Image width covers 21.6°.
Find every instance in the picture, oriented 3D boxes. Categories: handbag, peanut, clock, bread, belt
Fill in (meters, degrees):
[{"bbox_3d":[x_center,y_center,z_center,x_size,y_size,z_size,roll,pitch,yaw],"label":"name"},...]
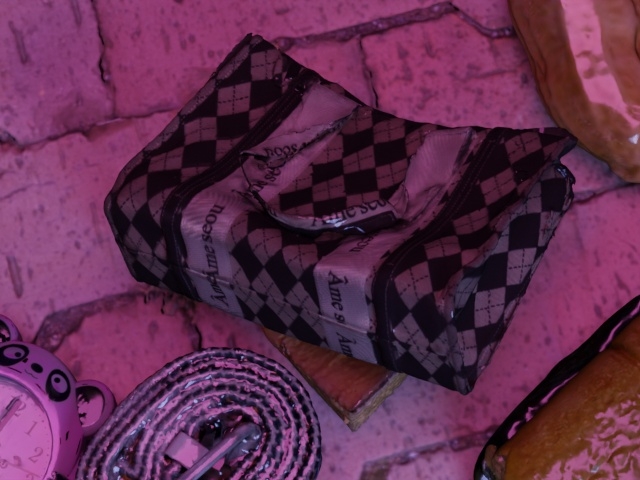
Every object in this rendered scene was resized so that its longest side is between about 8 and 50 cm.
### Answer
[{"bbox_3d":[0.036,-0.041,1.740,0.416,0.180,0.317,19,52,28],"label":"handbag"},{"bbox_3d":[0.308,-0.204,1.883,0.147,0.147,0.305,-17,78,-5],"label":"peanut"},{"bbox_3d":[-0.352,0.218,1.777,0.227,0.090,0.248,33,74,9],"label":"clock"},{"bbox_3d":[0.334,0.217,1.730,0.376,0.208,0.251,-40,82,-15],"label":"bread"},{"bbox_3d":[0.052,0.059,1.801,0.178,0.135,0.240,43,80,11],"label":"bread"},{"bbox_3d":[-0.133,0.243,1.731,0.295,0.160,0.207,-36,77,-11],"label":"belt"}]
